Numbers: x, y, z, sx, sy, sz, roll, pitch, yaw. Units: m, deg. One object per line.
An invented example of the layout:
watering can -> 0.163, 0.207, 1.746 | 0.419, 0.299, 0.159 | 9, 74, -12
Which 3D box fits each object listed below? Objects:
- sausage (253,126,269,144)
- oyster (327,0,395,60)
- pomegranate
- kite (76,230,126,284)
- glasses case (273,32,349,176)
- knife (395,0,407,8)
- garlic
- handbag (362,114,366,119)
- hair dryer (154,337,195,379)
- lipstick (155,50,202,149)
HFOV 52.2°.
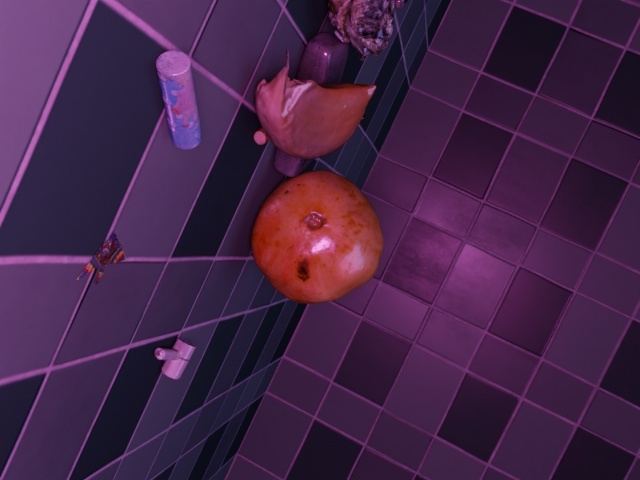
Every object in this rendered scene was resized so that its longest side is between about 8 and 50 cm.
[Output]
sausage -> -0.101, -0.234, 1.361 | 0.107, 0.031, 0.031 | -51, 164, -49
oyster -> 0.087, -0.480, 1.347 | 0.158, 0.162, 0.351 | -41, 177, 6
pomegranate -> 0.000, 0.000, 1.608 | 0.343, 0.342, 0.342 | -60, 169, -20
kite -> -0.318, 0.026, 0.974 | 0.090, 0.004, 0.122 | -67, 169, 13
glasses case -> -0.023, -0.301, 1.468 | 0.131, 0.074, 0.323 | -47, 160, -55
knife -> 0.218, -0.714, 1.766 | 0.089, 0.043, 0.365 | -66, 169, 6
garlic -> -0.040, -0.266, 1.246 | 0.196, 0.151, 0.338 | -44, 159, 24
handbag -> 0.047, -0.326, 1.580 | 0.072, 0.139, 0.115 | -59, 173, 23
hair dryer -> -0.324, 0.252, 1.404 | 0.082, 0.047, 0.137 | -62, 164, -6
lipstick -> -0.198, -0.195, 0.922 | 0.048, 0.048, 0.158 | -59, 168, -27
